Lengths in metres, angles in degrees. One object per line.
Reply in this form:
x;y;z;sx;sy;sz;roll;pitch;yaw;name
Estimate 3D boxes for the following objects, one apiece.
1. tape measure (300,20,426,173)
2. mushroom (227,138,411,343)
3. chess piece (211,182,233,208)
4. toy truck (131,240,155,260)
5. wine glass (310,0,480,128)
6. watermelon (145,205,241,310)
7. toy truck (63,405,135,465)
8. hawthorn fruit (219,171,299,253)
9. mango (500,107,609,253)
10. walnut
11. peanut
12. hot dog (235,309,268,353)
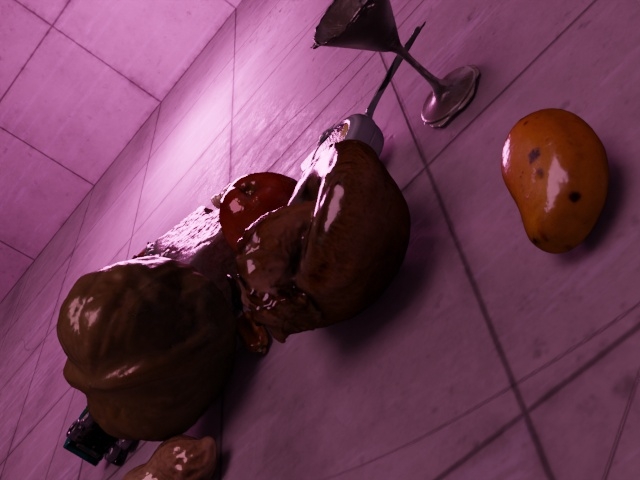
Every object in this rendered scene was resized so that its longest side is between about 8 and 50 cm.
0.096;-0.202;1.301;0.330;0.084;0.164;-46;28;17;tape measure
0.004;0.013;1.065;0.283;0.195;0.263;-47;12;-22;mushroom
-0.211;-0.112;1.808;0.092;0.035;0.035;-37;30;28;chess piece
-0.380;0.052;1.852;0.192;0.083;0.092;-22;41;49;toy truck
0.120;-0.282;1.176;0.156;0.232;0.156;-41;27;27;wine glass
-0.231;0.038;1.512;0.302;0.151;0.264;-60;25;-8;watermelon
-0.387;0.328;1.493;0.253;0.114;0.124;-47;20;16;toy truck
-0.091;-0.037;1.334;0.173;0.173;0.173;-42;28;28;hawthorn fruit
0.254;-0.071;0.845;0.115;0.090;0.178;-52;26;33;mango
-0.276;0.166;1.265;0.277;0.253;0.282;-37;-38;-54;walnut
-0.236;0.368;1.199;0.228;0.085;0.104;-45;40;19;peanut
-0.113;0.155;1.300;0.049;0.037;0.122;-43;30;0;hot dog
